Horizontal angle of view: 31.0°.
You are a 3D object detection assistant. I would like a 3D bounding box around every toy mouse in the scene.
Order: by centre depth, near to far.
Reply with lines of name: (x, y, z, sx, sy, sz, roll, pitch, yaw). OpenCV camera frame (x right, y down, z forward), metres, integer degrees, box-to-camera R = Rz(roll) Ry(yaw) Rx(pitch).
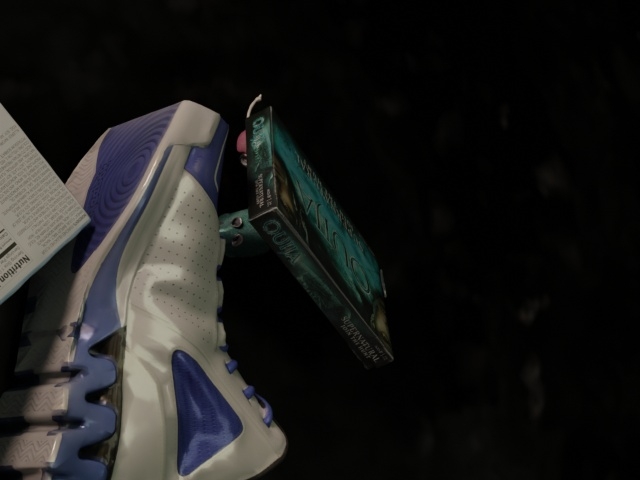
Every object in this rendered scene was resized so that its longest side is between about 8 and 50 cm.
toy mouse: (-0.053, -0.041, 0.931, 0.143, 0.031, 0.161, 42, 54, -24)

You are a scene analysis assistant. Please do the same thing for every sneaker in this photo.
sneaker: (-0.109, 0.079, 0.802, 0.182, 0.127, 0.316, 28, 68, -36)

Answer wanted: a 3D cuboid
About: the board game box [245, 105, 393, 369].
board game box: (0.000, 0.000, 0.903, 0.186, 0.026, 0.126, 52, 20, -37)

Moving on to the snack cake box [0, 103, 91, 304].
snack cake box: (-0.282, 0.015, 0.681, 0.152, 0.089, 0.264, 55, 50, -17)
